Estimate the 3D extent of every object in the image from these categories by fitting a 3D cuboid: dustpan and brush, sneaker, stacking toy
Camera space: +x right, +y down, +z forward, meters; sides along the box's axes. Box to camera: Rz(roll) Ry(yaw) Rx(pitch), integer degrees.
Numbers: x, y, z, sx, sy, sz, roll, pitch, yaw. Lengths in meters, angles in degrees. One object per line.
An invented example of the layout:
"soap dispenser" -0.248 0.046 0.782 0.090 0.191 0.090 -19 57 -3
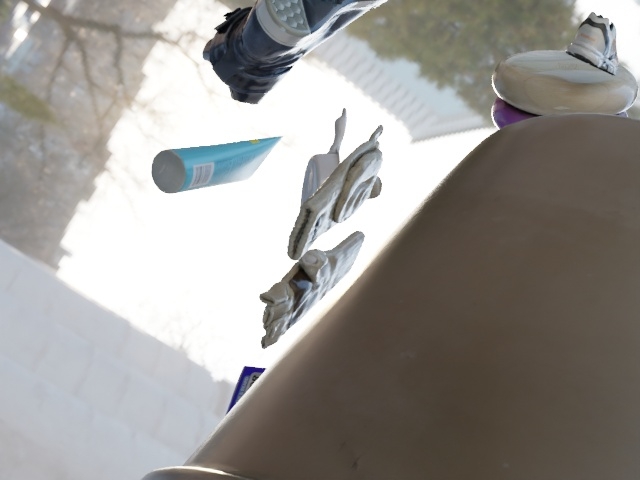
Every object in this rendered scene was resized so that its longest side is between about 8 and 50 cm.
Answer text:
"dustpan and brush" 0.011 -0.124 1.806 0.147 0.060 0.211 162 -68 -75
"sneaker" -0.023 -0.226 1.093 0.226 0.086 0.163 -37 180 -42
"sneaker" 0.248 -0.173 0.940 0.044 0.040 0.109 -67 162 12
"stacking toy" 0.232 -0.020 1.103 0.141 0.141 0.330 -99 -169 -64

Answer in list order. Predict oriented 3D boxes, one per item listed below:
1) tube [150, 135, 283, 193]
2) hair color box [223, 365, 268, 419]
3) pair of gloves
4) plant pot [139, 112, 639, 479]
"tube" -0.123 -0.094 1.320 0.080 0.052 0.207 -43 165 29
"hair color box" 0.065 0.260 1.364 0.338 0.185 0.110 1 -125 24
"pair of gloves" 0.000 0.000 1.192 0.204 0.042 0.240 -43 159 -44
"plant pot" 0.098 0.108 0.471 0.323 0.323 0.280 -21 -142 58
